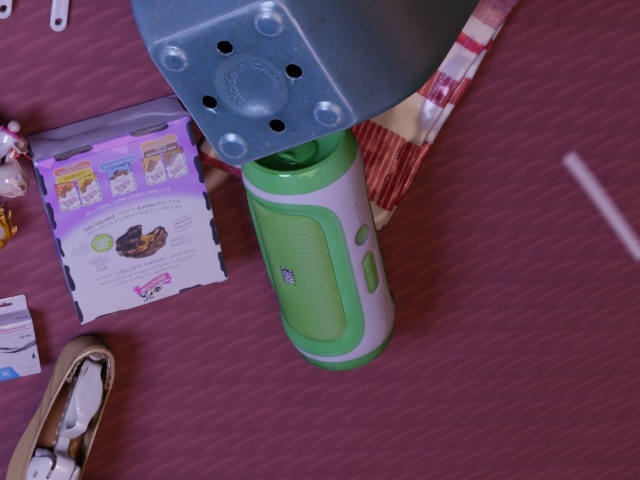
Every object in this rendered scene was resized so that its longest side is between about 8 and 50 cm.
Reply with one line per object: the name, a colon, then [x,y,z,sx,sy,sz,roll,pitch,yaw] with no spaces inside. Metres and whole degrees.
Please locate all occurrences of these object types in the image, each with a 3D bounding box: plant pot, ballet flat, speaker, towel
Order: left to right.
ballet flat: [-0.275,0.211,2.098,0.080,0.073,0.232,19,82,-24]
plant pot: [-0.034,-0.211,1.836,0.247,0.252,0.248,-17,122,29]
speaker: [0.000,0.000,2.073,0.131,0.131,0.296,-21,134,-7]
towel: [0.044,-0.182,2.079,0.237,0.037,0.329,23,107,-26]

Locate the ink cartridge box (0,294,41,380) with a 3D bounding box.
ink cartridge box: [-0.327,0.103,2.103,0.048,0.028,0.083,-13,118,-12]

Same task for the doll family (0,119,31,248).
doll family: [-0.394,-0.019,1.988,0.163,0.118,0.263,38,82,-23]

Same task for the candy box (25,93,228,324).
candy box: [-0.199,-0.032,2.054,0.165,0.070,0.196,-17,119,-10]

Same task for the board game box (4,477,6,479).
board game box: [-0.301,0.439,2.250,0.233,0.078,0.347,18,109,-25]

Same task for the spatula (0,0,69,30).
spatula: [-0.301,-0.319,1.910,0.168,0.019,0.242,-1,117,-24]
